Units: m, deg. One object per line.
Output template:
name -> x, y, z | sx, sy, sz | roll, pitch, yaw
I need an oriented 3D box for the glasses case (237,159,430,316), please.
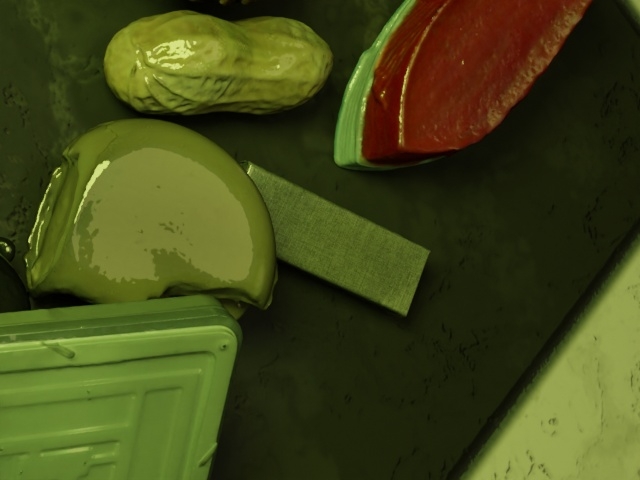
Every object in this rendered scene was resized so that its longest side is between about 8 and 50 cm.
glasses case -> 0.000, 0.000, 1.152 | 0.205, 0.047, 0.071 | 25, 80, -26

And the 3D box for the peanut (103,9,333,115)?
peanut -> -0.084, -0.156, 1.101 | 0.214, 0.098, 0.090 | -5, 59, -34

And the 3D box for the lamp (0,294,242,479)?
lamp -> -0.201, 0.168, 0.917 | 0.266, 0.047, 0.269 | -3, 122, -30

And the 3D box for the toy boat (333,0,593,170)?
toy boat -> 0.132, -0.190, 1.227 | 0.145, 0.133, 0.332 | 47, 72, -21

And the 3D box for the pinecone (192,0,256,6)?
pinecone -> -0.106, -0.294, 1.069 | 0.204, 0.184, 0.179 | 26, 80, 7

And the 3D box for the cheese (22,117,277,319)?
cheese -> -0.127, -0.006, 1.028 | 0.202, 0.091, 0.175 | 23, 82, -13

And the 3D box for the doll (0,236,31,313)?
doll -> -0.319, 0.065, 0.905 | 0.234, 0.143, 0.135 | -11, 56, -33
